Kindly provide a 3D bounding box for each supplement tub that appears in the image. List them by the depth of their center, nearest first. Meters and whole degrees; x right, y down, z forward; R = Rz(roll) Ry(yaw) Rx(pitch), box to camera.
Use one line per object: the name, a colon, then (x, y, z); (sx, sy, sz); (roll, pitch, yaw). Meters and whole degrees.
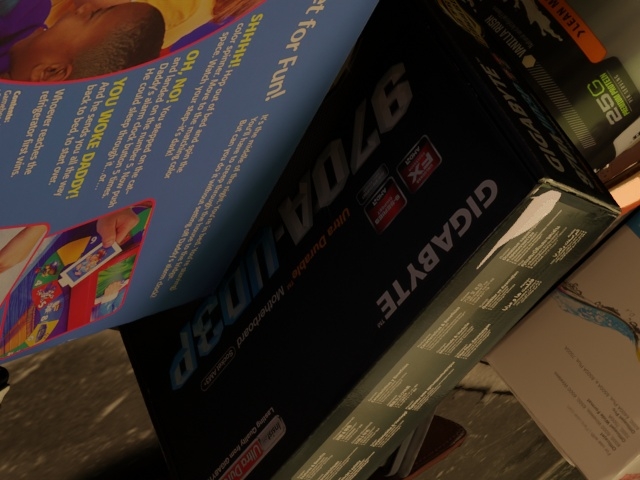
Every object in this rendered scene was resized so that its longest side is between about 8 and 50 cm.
supplement tub: (0.082, -0.063, 0.663); (0.190, 0.117, 0.117); (-41, 158, 1)

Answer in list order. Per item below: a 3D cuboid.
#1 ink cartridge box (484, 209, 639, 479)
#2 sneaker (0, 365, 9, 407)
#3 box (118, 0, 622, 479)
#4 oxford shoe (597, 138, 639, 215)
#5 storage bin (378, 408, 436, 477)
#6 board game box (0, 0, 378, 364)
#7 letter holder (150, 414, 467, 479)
ink cartridge box: (0.306, 0.098, 1.257); (0.232, 0.168, 0.171); (-45, 157, 12)
sneaker: (-0.164, 0.078, 0.656); (0.037, 0.032, 0.083); (-34, 158, -13)
box: (0.000, 0.000, 0.571); (0.051, 0.175, 0.220); (16, 125, -40)
oxford shoe: (0.092, -0.030, 0.819); (0.271, 0.097, 0.098); (-35, 127, 2)
storage bin: (0.016, 0.092, 0.901); (0.091, 0.098, 0.135); (-3, 136, -21)
board game box: (-0.079, -0.088, 0.399); (0.233, 0.078, 0.347); (-18, 151, -42)
letter holder: (0.005, 0.241, 0.936); (0.302, 0.214, 0.152); (-18, 113, -42)
